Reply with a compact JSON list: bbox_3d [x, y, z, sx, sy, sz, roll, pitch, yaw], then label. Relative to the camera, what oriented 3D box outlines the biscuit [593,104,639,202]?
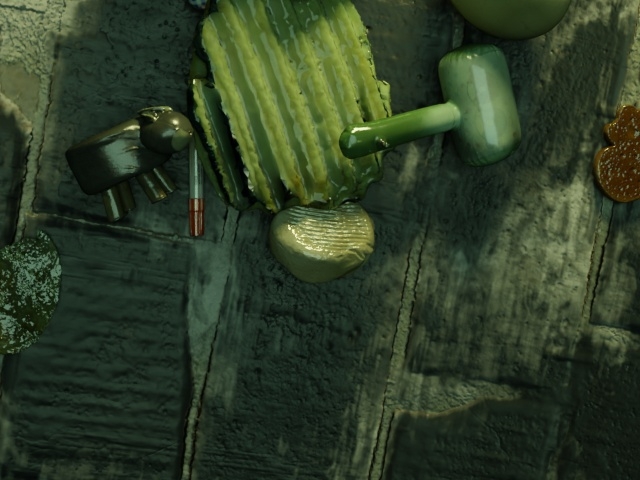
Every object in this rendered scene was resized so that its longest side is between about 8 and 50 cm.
[{"bbox_3d":[0.553,-0.154,1.741,0.124,0.026,0.175,8,94,-11],"label":"biscuit"}]

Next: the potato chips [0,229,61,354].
[{"bbox_3d":[-0.495,0.082,1.591,0.142,0.026,0.209,35,89,-9],"label":"potato chips"}]

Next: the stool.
[{"bbox_3d":[-0.294,-0.119,1.515,0.153,0.228,0.139,-32,102,-36],"label":"stool"}]

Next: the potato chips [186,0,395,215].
[{"bbox_3d":[-0.052,-0.249,1.564,0.359,0.070,0.429,-22,97,-25],"label":"potato chips"}]

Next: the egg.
[{"bbox_3d":[0.299,-0.434,1.589,0.242,0.186,0.186,34,89,-9],"label":"egg"}]

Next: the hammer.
[{"bbox_3d":[0.177,-0.199,1.592,0.336,0.119,0.206,-19,97,-26],"label":"hammer"}]

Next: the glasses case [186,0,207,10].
[{"bbox_3d":[-0.230,-0.524,1.547,0.125,0.076,0.327,-33,101,-6],"label":"glasses case"}]

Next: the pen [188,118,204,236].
[{"bbox_3d":[-0.207,-0.125,1.615,0.028,0.028,0.239,-1,96,-9],"label":"pen"}]

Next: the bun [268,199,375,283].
[{"bbox_3d":[0.000,0.000,1.618,0.173,0.113,0.166,31,57,6],"label":"bun"}]
